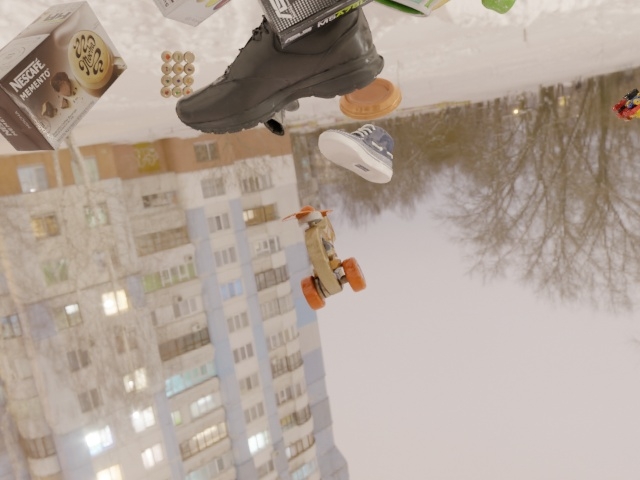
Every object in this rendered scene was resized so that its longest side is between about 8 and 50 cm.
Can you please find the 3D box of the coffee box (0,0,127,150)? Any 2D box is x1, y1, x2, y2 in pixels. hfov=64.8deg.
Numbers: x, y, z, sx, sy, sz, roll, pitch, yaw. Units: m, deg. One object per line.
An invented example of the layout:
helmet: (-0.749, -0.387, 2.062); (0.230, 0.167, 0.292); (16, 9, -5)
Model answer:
coffee box: (-0.570, -0.349, 1.068); (0.118, 0.168, 0.297); (5, -128, 23)

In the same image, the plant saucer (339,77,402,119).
plant saucer: (0.154, -0.453, 1.583); (0.200, 0.037, 0.200); (-7, -131, 8)

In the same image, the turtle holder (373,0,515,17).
turtle holder: (0.207, -0.546, 0.948); (0.320, 0.227, 0.243); (8, -161, -31)

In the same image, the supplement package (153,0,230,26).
supplement package: (-0.160, -0.464, 0.779); (0.244, 0.134, 0.139); (-29, -169, 15)

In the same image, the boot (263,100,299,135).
boot: (-0.135, -0.449, 1.764); (0.076, 0.208, 0.189); (-37, 139, 29)

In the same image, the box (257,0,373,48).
box: (-0.006, -0.337, 0.541); (0.184, 0.191, 0.045); (-27, -178, -1)

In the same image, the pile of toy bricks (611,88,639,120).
pile of toy bricks: (0.802, -0.330, 1.170); (0.212, 0.105, 0.118); (-38, -176, 2)

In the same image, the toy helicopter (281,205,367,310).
toy helicopter: (0.000, 0.000, 1.280); (0.140, 0.235, 0.355); (-25, -164, 9)

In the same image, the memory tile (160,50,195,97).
memory tile: (-0.458, -0.532, 1.619); (0.113, 0.148, 0.012); (-13, -146, -37)

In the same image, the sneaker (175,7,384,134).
sneaker: (-0.066, -0.236, 0.668); (0.286, 0.130, 0.109); (-21, -146, 3)

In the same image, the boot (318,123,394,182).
boot: (0.067, -0.175, 0.904); (0.069, 0.086, 0.190); (-4, 162, 38)
